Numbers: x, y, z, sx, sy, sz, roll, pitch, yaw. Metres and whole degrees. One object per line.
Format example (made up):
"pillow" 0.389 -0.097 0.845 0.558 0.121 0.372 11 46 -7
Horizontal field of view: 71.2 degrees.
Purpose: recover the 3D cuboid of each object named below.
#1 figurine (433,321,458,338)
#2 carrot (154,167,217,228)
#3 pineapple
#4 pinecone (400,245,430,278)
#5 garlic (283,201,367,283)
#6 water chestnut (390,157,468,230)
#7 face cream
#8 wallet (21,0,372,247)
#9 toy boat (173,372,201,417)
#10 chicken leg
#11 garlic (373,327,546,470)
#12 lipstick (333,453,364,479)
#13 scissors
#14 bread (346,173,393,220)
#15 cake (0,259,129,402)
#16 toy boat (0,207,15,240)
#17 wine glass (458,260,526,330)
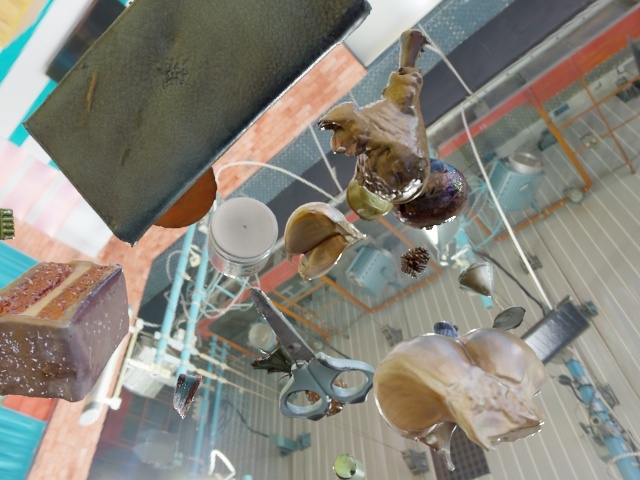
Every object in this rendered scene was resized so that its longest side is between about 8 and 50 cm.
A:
"figurine" 0.366 0.279 1.309 0.077 0.136 0.079 25 -90 22
"carrot" -0.351 -0.129 1.051 0.214 0.193 0.331 -56 -157 3
"pineapple" -0.053 0.369 1.222 0.130 0.277 0.119 -25 -152 57
"pinecone" 0.321 0.069 1.531 0.109 0.102 0.102 -59 -148 0
"garlic" 0.000 0.000 1.778 0.313 0.286 0.249 -38 -124 31
"water chestnut" 0.441 -0.175 1.865 0.351 0.302 0.350 -16 -148 10
"face cream" -0.242 -0.003 1.367 0.187 0.201 0.201 124 -13 -62
"wallet" -0.141 -0.179 0.476 0.379 0.190 0.046 -39 -179 16
"toy boat" -0.495 0.564 1.656 0.392 0.079 0.136 118 -10 -52
"chicken leg" 0.146 -0.303 1.070 0.182 0.295 0.409 -111 -148 -80
"garlic" 0.144 0.147 0.447 0.099 0.175 0.124 108 -34 -51
"lipstick" 0.098 0.742 1.452 0.076 0.304 0.076 -5 -121 9
"scissors" -0.029 0.192 0.730 0.191 0.360 0.029 -23 -140 7
"bread" 0.140 -0.135 1.336 0.125 0.156 0.086 -24 -176 -37
"cake" -0.620 0.203 1.077 0.309 0.237 0.230 -89 -174 -68
"toy boat" -0.621 -0.029 0.810 0.016 0.115 0.063 -1 -87 33
"wine glass" 0.470 0.157 1.223 0.122 0.122 0.183 -42 -144 17
